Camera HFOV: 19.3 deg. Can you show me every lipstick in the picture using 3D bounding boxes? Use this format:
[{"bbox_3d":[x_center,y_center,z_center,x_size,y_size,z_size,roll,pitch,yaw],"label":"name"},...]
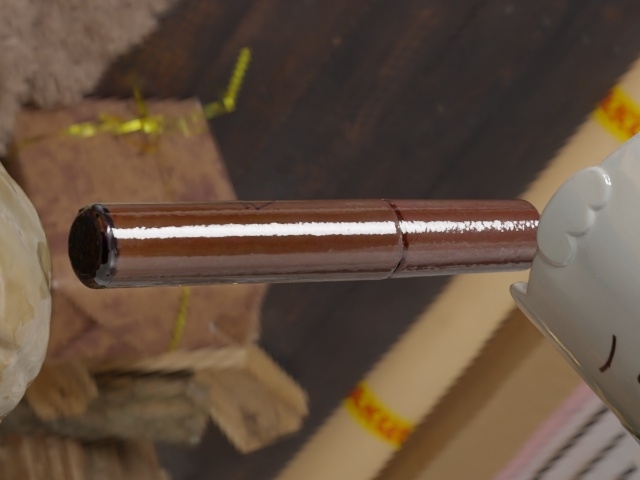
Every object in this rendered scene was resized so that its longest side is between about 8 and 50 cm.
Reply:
[{"bbox_3d":[0.000,0.000,1.239,0.357,0.057,0.057,0,136,-36],"label":"lipstick"}]

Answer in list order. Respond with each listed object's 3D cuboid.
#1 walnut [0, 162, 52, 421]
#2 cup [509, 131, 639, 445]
[{"bbox_3d":[-0.273,0.030,0.957,0.273,0.227,0.273,-10,116,-22],"label":"walnut"},{"bbox_3d":[0.284,0.029,1.044,0.219,0.257,0.289,-4,136,-46],"label":"cup"}]
